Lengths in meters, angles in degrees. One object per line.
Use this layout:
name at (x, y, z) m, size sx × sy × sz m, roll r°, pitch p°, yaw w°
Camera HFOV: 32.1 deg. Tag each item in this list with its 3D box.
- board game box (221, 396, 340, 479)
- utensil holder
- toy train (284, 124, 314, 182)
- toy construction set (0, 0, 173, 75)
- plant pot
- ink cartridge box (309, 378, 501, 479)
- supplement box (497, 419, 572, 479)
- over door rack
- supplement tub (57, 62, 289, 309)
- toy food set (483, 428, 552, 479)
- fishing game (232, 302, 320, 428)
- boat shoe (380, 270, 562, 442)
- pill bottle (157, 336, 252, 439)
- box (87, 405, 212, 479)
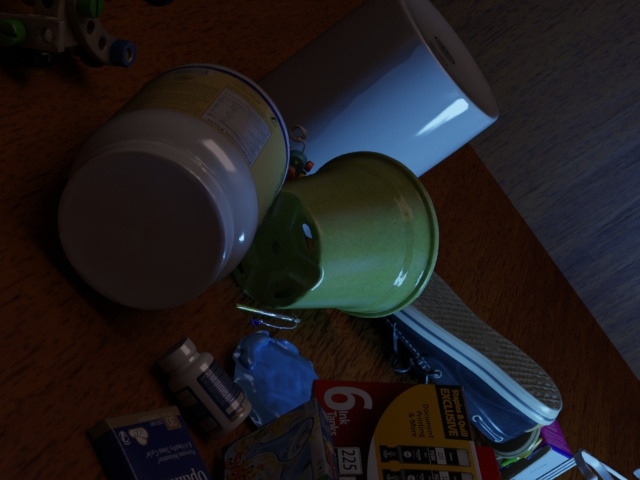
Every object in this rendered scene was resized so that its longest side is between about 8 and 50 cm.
board game box at (-0.048, 0.269, 1.275) m, size 0.035 × 0.136 × 0.201 m, roll 59°, pitch 5°, yaw -19°
utensil holder at (0.078, -0.234, 2.002) m, size 0.327 × 0.385 × 0.327 m, roll 45°, pitch 23°, yaw -25°
toy train at (-0.097, -0.133, 1.837) m, size 0.046 × 0.166 × 0.125 m, roll -68°, pitch 146°, yaw -53°
toy construction set at (-0.382, -0.364, 1.502) m, size 0.309 × 0.257 × 0.237 m, roll 38°, pitch 32°, yaw 11°
plant pot at (0.000, 0.000, 1.717) m, size 0.254 × 0.276 × 0.276 m, roll -8°, pitch 65°, yaw -54°
ink cartridge box at (0.123, 0.330, 1.370) m, size 0.272 × 0.130 × 0.309 m, roll 3°, pitch 41°, yaw -8°
supplement box at (0.389, 0.350, 2.182) m, size 0.114 × 0.111 × 0.220 m, roll 32°, pitch 31°, yaw -44°
over door rack at (0.438, 0.477, 1.925) m, size 0.324 × 0.239 × 0.108 m, roll 27°, pitch 33°, yaw -50°
supplement tub at (-0.181, -0.075, 1.425) m, size 0.241 × 0.241 × 0.331 m, roll 50°, pitch 22°, yaw -13°
toy food set at (0.359, 0.353, 2.088) m, size 0.038 × 0.132 × 0.192 m, roll 32°, pitch 27°, yaw -44°
fishing game at (-0.059, 0.213, 1.542) m, size 0.189 × 0.041 × 0.264 m, roll 13°, pitch 52°, yaw -49°
boat shoe at (0.206, 0.184, 1.996) m, size 0.500 × 0.156 × 0.187 m, roll 40°, pitch 28°, yaw -6°
pill bottle at (-0.145, 0.180, 1.368) m, size 0.120 × 0.067 × 0.067 m, roll 52°, pitch 22°, yaw -9°
box at (-0.159, 0.293, 1.221) m, size 0.225 × 0.036 × 0.136 m, roll 63°, pitch 22°, yaw 14°
